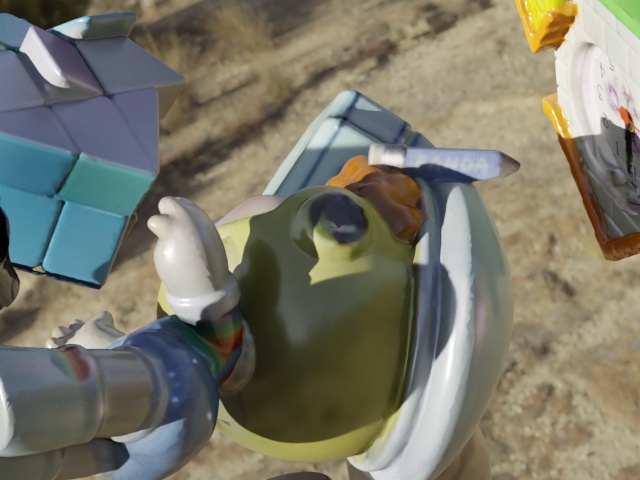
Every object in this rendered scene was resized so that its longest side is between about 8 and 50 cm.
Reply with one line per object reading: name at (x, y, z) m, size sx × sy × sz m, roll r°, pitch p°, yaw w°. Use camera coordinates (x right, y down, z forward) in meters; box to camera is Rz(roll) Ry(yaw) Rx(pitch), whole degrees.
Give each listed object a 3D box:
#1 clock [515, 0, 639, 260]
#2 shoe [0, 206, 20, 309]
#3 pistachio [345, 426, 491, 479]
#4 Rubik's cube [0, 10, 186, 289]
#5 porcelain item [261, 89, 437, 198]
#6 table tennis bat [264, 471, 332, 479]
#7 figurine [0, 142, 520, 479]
clock at (0.212, -0.087, 0.817) m, size 0.106 × 0.255 × 0.220 m, roll -20°, pitch 41°, yaw -7°
shoe at (-0.394, 0.044, 1.482) m, size 0.241 × 0.093 × 0.108 m, roll -52°, pitch 20°, yaw 36°
pistachio at (0.096, 0.210, 1.221) m, size 0.126 × 0.152 × 0.223 m, roll -52°, pitch -21°, yaw 11°
Rubik's cube at (-0.398, -0.137, 1.703) m, size 0.358 × 0.387 × 0.368 m, roll -49°, pitch 34°, yaw 40°
porcelain item at (0.000, 0.000, 1.402) m, size 0.286 × 0.157 × 0.281 m, roll -57°, pitch 7°, yaw -13°
table tennis bat at (-0.079, 0.199, 1.155) m, size 0.170 × 0.119 × 0.107 m, roll -20°, pitch 10°, yaw -23°
figurine at (-0.045, 0.082, 0.752) m, size 0.382 × 0.205 × 0.224 m, roll -21°, pitch -23°, yaw -33°
